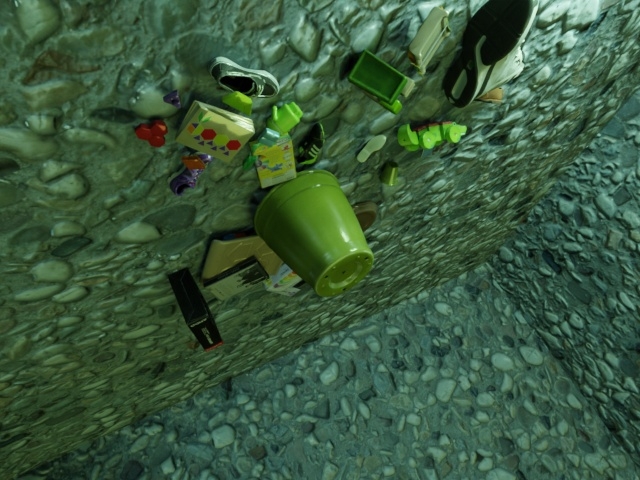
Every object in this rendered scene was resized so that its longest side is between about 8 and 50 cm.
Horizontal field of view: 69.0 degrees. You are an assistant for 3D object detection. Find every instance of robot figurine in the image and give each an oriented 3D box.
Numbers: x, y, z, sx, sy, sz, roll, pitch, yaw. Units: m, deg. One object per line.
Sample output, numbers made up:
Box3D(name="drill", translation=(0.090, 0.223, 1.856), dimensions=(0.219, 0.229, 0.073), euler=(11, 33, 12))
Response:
Box3D(name="robot figurine", translation=(-0.110, -0.355, 1.376), dimensions=(0.115, 0.067, 0.101), euler=(-37, 162, 14))

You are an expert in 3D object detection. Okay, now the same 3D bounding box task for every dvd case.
Box3D(name="dvd case", translation=(-0.348, 0.169, 1.950), dimensions=(0.239, 0.029, 0.179), euler=(-25, 153, -1))

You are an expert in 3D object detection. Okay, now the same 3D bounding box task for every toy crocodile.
Box3D(name="toy crocodile", translation=(0.437, -0.418, 1.822), dimensions=(0.340, 0.105, 0.115), euler=(-17, -167, -28))

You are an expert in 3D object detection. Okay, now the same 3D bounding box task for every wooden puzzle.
Box3D(name="wooden puzzle", translation=(-0.308, 0.061, 1.919), dimensions=(0.348, 0.080, 0.322), euler=(-8, 146, -31))

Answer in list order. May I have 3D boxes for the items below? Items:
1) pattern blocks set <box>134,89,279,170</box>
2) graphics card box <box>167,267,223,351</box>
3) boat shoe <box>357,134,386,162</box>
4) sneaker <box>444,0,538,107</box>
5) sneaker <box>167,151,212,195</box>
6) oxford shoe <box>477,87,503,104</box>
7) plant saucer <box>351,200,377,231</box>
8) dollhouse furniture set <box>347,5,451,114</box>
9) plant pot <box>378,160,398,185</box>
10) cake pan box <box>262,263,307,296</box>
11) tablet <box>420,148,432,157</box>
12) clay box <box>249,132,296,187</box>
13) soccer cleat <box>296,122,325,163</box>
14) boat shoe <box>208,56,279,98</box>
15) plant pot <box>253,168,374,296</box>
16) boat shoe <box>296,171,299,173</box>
Box3D(name="pattern blocks set", translation=(-0.286, -0.290, 1.247), dimensions=(0.285, 0.026, 0.325), euler=(-33, 143, 26))
Box3D(name="graphics card box", translation=(-0.513, 0.298, 1.940), dimensions=(0.094, 0.233, 0.371), euler=(-23, 154, -15))
Box3D(name="boat shoe", translation=(0.191, -0.345, 1.750), dimensions=(0.133, 0.049, 0.042), euler=(-43, 180, 11))
Box3D(name="sneaker", translation=(0.603, -0.654, 1.539), dimensions=(0.257, 0.169, 0.447), euler=(-29, 164, -24))
Box3D(name="sneaker", translation=(-0.376, -0.194, 1.379), dimensions=(0.170, 0.071, 0.068), euler=(-40, 153, 18))
Box3D(name="oxford shoe", translation=(0.626, -0.572, 1.797), dimensions=(0.212, 0.076, 0.076), euler=(-8, 116, -36))
Box3D(name="plant saucer", translation=(0.155, -0.080, 2.196), dimensions=(0.278, 0.041, 0.278), euler=(-24, 155, -12))
Box3D(name="dollhouse furniture set", translation=(0.240, -0.557, 1.393), dimensions=(0.301, 0.151, 0.197), euler=(-57, 169, 13))
Box3D(name="plant pot", translation=(0.291, -0.284, 1.937), dimensions=(0.083, 0.083, 0.079), euler=(-16, 140, -28))
Box3D(name="cake pan box", translation=(-0.127, 0.176, 2.328), dimensions=(0.246, 0.070, 0.267), euler=(-34, 155, 13))
Box3D(name="tablet", translation=(0.461, -0.390, 1.998), dimensions=(0.054, 0.006, 0.083), euler=(-24, 155, -14))
Box3D(name="clay box", translation=(-0.152, -0.266, 1.499), dimensions=(0.127, 0.053, 0.222), euler=(-19, 152, -8))
Box3D(name="soccer cleat", translation=(-0.034, -0.314, 1.544), dimensions=(0.072, 0.060, 0.179), euler=(-16, 154, -25))
Box3D(name="boat shoe", translation=(-0.188, -0.401, 1.205), dimensions=(0.219, 0.070, 0.078), euler=(1, 141, -48))
Box3D(name="plant pot", translation=(0.000, 0.000, 1.667), dimensions=(0.366, 0.353, 0.366), euler=(-24, 146, -17))
Box3D(name="boat shoe", translation=(-0.090, -0.222, 1.678), dimensions=(0.056, 0.048, 0.153), euler=(-39, 148, 27))
